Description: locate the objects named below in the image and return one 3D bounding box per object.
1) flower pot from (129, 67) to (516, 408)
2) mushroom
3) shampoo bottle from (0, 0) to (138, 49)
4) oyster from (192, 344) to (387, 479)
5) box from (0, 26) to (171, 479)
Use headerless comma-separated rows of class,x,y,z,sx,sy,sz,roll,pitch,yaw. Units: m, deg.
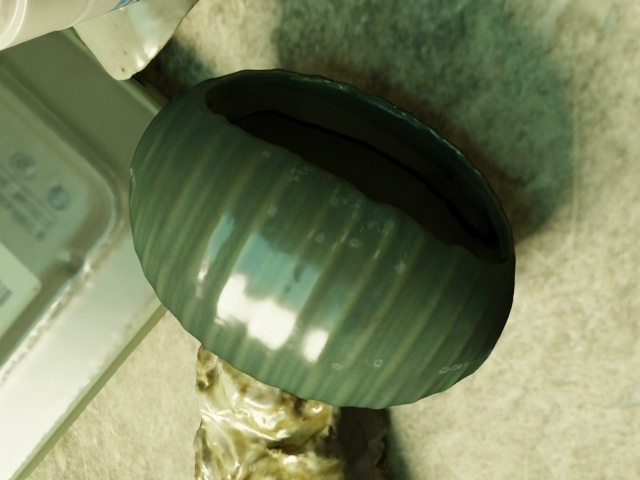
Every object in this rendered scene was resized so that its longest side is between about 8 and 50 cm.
flower pot,0.000,0.000,0.546,0.243,0.189,0.157,28,122,4
mushroom,-0.156,-0.216,0.589,0.116,0.093,0.225,-32,93,31
shampoo bottle,-0.108,-0.163,0.449,0.092,0.303,0.092,17,126,25
oyster,-0.007,0.199,0.717,0.110,0.166,0.341,-4,98,45
box,-0.292,-0.025,0.697,0.367,0.090,0.373,41,103,4
